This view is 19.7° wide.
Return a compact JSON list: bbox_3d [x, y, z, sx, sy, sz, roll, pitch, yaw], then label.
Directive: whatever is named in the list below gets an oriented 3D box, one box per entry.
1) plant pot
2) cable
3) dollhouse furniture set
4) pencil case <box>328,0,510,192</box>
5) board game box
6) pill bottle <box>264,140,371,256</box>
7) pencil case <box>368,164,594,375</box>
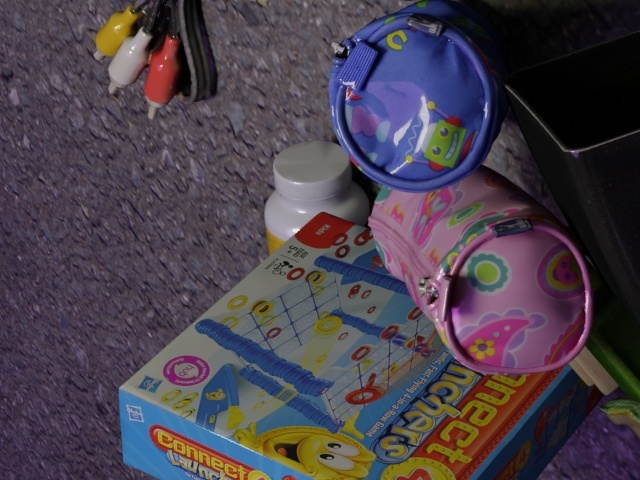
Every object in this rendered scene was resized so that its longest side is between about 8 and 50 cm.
[{"bbox_3d":[0.246,-0.040,1.223,0.188,0.187,0.167,-113,5,-68],"label":"plant pot"},{"bbox_3d":[-0.158,-0.232,1.865,0.139,0.072,0.287,45,148,15],"label":"cable"},{"bbox_3d":[0.311,0.104,1.439,0.301,0.151,0.197,49,175,-14],"label":"dollhouse furniture set"},{"bbox_3d":[0.076,-0.118,1.388,0.133,0.119,0.306,39,-168,-1],"label":"pencil case"},{"bbox_3d":[0.042,0.128,1.558,0.302,0.308,0.086,21,131,26],"label":"board game box"},{"bbox_3d":[0.000,0.000,1.790,0.103,0.103,0.184,32,140,41],"label":"pill bottle"},{"bbox_3d":[0.113,0.012,1.379,0.284,0.124,0.124,-119,8,-74],"label":"pencil case"}]
